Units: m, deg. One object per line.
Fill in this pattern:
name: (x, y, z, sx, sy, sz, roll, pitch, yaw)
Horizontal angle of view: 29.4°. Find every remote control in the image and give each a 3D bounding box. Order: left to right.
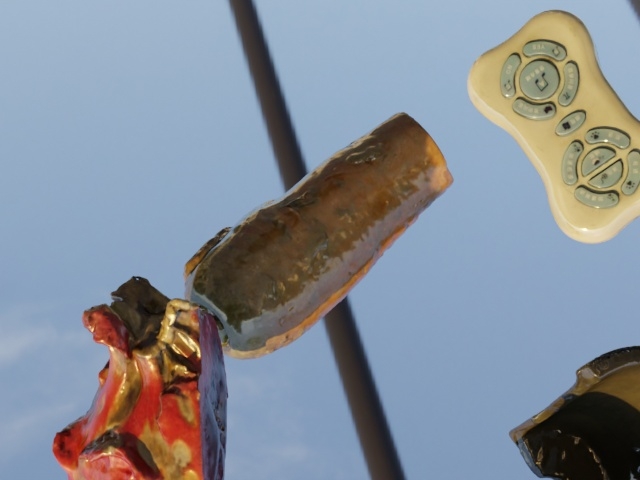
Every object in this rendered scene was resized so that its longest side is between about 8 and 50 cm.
remote control: (0.135, -0.061, 0.652, 0.074, 0.122, 0.032, -37, 171, 13)

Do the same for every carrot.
carrot: (0.000, 0.000, 1.239, 0.302, 0.138, 0.139, -36, -137, -14)

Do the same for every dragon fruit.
dragon fruit: (-0.144, 0.129, 0.979, 0.134, 0.211, 0.262, 1, -155, -2)

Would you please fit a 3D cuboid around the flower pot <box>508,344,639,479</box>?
flower pot: (0.365, 0.339, 1.554, 0.379, 0.379, 0.251, -28, 180, -27)
